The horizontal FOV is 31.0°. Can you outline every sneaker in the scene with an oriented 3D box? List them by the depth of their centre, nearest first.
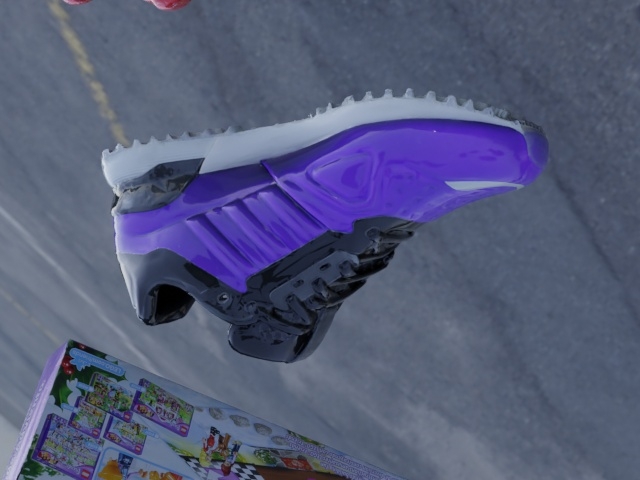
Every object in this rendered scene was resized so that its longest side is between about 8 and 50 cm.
[{"bbox_3d":[0.000,0.000,0.699,0.293,0.146,0.102,-7,171,28],"label":"sneaker"}]

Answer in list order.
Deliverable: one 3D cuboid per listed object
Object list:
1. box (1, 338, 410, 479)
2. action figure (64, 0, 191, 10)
[{"bbox_3d":[-0.085,0.219,0.816,0.293,0.201,0.057,26,149,-18],"label":"box"},{"bbox_3d":[-0.040,-0.229,0.667,0.091,0.280,0.139,56,174,19],"label":"action figure"}]
